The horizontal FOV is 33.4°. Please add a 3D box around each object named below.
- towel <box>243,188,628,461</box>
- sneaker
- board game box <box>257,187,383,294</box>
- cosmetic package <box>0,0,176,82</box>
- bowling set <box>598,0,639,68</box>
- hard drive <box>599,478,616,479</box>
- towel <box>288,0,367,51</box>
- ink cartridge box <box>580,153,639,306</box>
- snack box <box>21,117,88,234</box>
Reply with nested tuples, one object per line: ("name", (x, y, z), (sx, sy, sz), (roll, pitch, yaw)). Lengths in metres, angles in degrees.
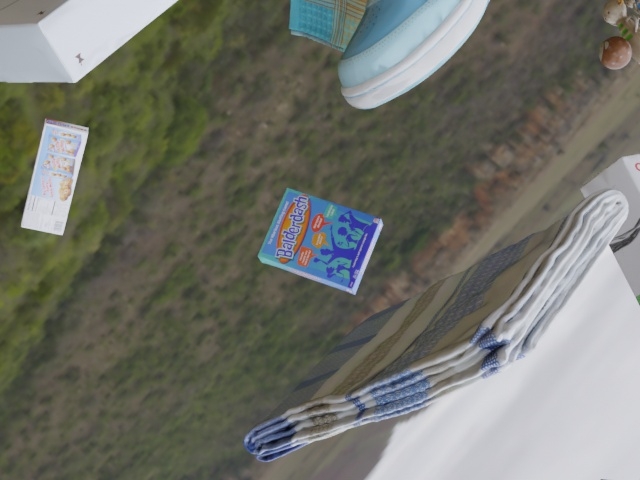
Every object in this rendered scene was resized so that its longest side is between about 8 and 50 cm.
("towel", (0.078, 0.063, 0.774), (0.285, 0.034, 0.209), (-32, -173, 46))
("sneaker", (0.064, -0.281, 0.933), (0.127, 0.208, 0.319), (-8, -137, 53))
("board game box", (0.000, 0.000, 2.160), (0.047, 0.210, 0.160), (64, 45, -69))
("cosmetic package", (-0.300, -0.357, 1.462), (0.377, 0.284, 0.097), (-47, 128, -29))
("bowling set", (0.530, -0.390, 1.767), (0.200, 0.154, 0.287), (-25, 165, -14))
("hard drive", (0.539, 0.397, 1.495), (0.210, 0.318, 0.040), (-14, 104, -65))
("towel", (0.057, -0.465, 1.934), (0.040, 0.370, 0.271), (-23, 126, -32))
("ink cartridge box", (0.468, -0.009, 1.413), (0.160, 0.219, 0.092), (-12, 160, -33))
("snack box", (-0.396, -0.092, 1.585), (0.022, 0.064, 0.178), (-106, -148, -58))
